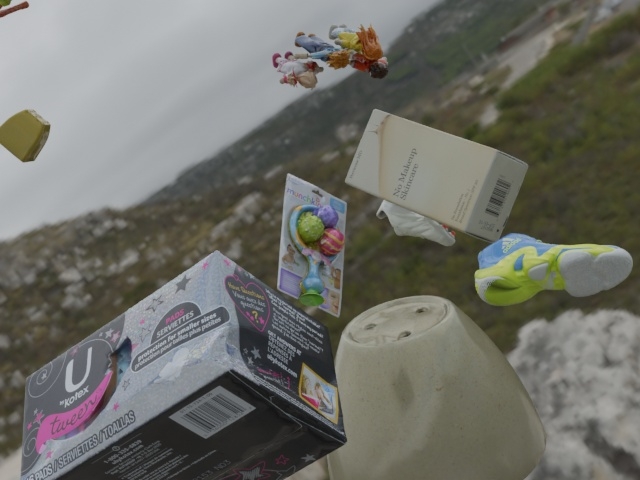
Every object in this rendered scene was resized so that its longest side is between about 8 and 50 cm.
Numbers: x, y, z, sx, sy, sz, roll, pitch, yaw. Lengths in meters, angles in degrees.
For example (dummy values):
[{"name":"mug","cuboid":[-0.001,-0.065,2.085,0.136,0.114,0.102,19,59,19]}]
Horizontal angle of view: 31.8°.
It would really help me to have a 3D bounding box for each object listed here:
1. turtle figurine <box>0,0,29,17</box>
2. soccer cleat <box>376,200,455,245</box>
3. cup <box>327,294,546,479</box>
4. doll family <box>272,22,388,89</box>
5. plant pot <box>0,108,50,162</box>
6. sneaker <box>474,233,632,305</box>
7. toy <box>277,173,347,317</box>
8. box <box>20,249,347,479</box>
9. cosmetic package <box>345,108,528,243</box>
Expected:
[{"name":"turtle figurine","cuboid":[-0.385,-0.446,1.562,0.269,0.087,0.217,-55,8,-21]},{"name":"soccer cleat","cuboid":[0.187,-0.030,2.185,0.076,0.068,0.196,-52,46,2]},{"name":"cup","cuboid":[0.143,0.222,1.653,0.331,0.237,0.331,-16,18,5]},{"name":"doll family","cuboid":[0.032,-0.389,2.305,0.263,0.118,0.163,-13,33,-27]},{"name":"plant pot","cuboid":[-0.571,-0.209,2.178,0.083,0.081,0.081,-49,3,6]},{"name":"sneaker","cuboid":[0.353,0.024,1.739,0.240,0.091,0.126,-8,38,1]},{"name":"toy","cuboid":[0.000,0.000,1.930,0.056,0.137,0.237,-28,46,45]},{"name":"box","cuboid":[-0.128,0.149,1.009,0.247,0.163,0.142,-34,41,21]},{"name":"cosmetic package","cuboid":[0.208,-0.121,2.060,0.309,0.113,0.160,24,95,43]}]
